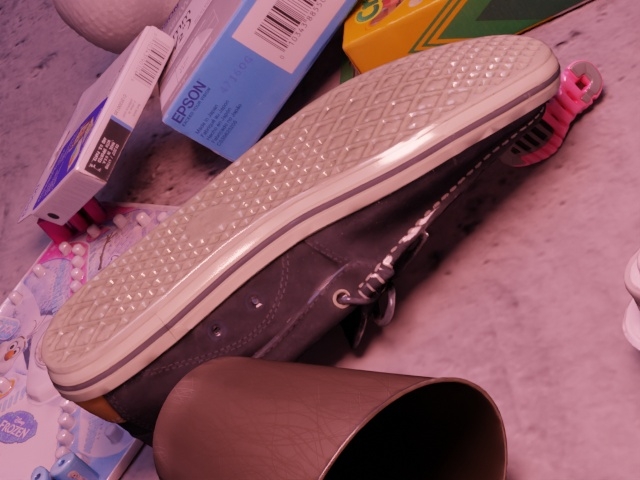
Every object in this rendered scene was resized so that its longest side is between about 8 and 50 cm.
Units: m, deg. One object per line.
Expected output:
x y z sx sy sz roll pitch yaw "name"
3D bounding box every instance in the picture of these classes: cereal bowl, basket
-0.176 -0.369 1.542 0.141 0.339 0.339 40 78 11 "cereal bowl"
-0.011 0.165 0.856 0.204 0.154 0.227 -51 32 -18 "basket"

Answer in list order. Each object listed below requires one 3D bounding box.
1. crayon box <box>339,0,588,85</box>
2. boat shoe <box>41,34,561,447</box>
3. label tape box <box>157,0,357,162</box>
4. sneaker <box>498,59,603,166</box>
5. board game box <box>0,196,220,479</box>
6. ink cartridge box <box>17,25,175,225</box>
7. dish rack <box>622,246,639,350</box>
0.139 -0.278 1.281 0.323 0.083 0.203 -24 37 23 "crayon box"
0.000 0.000 1.027 0.500 0.156 0.187 -37 28 -2 "boat shoe"
-0.090 -0.281 1.400 0.249 0.115 0.348 -53 28 20 "label tape box"
0.199 -0.111 1.074 0.119 0.047 0.057 -44 12 -8 "sneaker"
-0.268 0.101 1.260 0.390 0.050 0.390 5 54 47 "board game box"
-0.260 -0.122 1.381 0.208 0.045 0.206 -26 38 55 "ink cartridge box"
0.359 -0.035 0.742 0.333 0.072 0.285 -39 23 -11 "dish rack"
